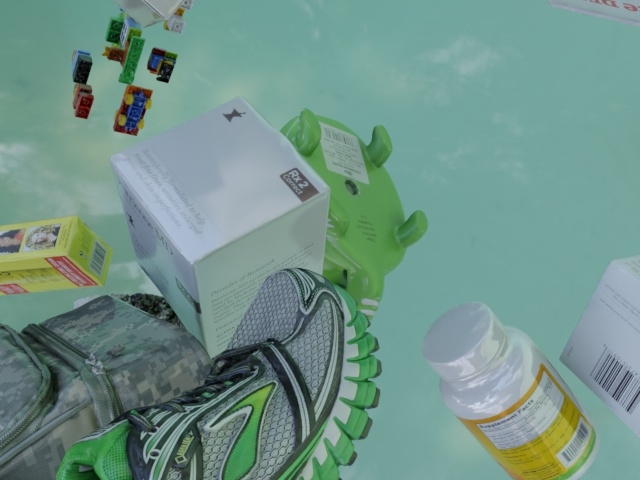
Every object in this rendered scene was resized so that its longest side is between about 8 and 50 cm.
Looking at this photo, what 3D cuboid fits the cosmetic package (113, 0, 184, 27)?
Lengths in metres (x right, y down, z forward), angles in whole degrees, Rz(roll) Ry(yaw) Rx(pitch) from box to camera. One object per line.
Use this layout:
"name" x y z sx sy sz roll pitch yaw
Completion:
"cosmetic package" -0.143 -0.224 0.652 0.060 0.041 0.115 -52 25 -3

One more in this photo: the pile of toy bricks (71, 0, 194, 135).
"pile of toy bricks" -0.243 -0.246 0.925 0.212 0.118 0.105 -60 37 29

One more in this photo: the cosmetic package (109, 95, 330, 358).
"cosmetic package" -0.096 -0.011 0.744 0.151 0.151 0.183 47 155 27

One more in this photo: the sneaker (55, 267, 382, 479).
"sneaker" -0.066 0.131 0.467 0.146 0.343 0.134 41 131 -14

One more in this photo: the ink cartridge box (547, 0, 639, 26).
"ink cartridge box" 0.246 -0.308 0.601 0.223 0.307 0.129 31 92 39

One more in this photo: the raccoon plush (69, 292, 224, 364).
"raccoon plush" -0.243 0.268 1.346 0.216 0.446 0.299 -34 62 45

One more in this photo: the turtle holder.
"turtle holder" 0.007 -0.010 1.065 0.227 0.243 0.320 -34 85 36

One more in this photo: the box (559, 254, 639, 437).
"box" 0.440 0.138 0.958 0.181 0.119 0.182 49 135 42

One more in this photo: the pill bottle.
"pill bottle" 0.238 0.196 0.948 0.136 0.136 0.245 -20 120 41

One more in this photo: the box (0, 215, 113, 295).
"box" -0.383 0.025 0.919 0.232 0.087 0.058 -6 58 15

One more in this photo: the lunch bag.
"lunch bag" -0.242 0.189 0.656 0.305 0.256 0.212 11 117 56
